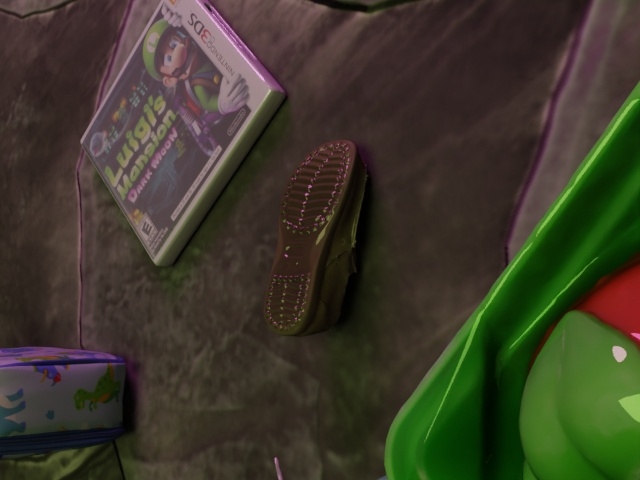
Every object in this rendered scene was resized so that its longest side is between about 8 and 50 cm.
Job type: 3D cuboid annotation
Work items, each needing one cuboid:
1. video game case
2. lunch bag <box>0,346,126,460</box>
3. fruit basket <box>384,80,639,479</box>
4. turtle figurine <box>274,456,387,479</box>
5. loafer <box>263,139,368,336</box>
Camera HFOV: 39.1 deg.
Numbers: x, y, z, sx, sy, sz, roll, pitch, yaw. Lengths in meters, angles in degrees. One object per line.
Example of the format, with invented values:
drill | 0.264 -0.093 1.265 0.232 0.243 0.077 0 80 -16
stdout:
video game case | -0.128 -0.104 0.779 0.190 0.022 0.173 -53 55 24
lunch bag | -0.295 0.140 0.795 0.219 0.176 0.090 -4 82 40
fruit basket | 0.161 0.132 0.279 0.392 0.392 0.283 47 115 34
turtle figurine | 0.079 0.204 0.511 0.175 0.118 0.234 -29 62 -10
loafer | 0.000 0.000 0.641 0.056 0.050 0.148 9 76 38
